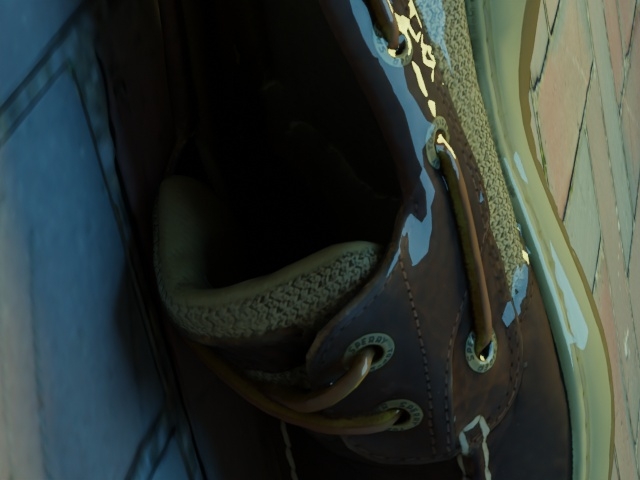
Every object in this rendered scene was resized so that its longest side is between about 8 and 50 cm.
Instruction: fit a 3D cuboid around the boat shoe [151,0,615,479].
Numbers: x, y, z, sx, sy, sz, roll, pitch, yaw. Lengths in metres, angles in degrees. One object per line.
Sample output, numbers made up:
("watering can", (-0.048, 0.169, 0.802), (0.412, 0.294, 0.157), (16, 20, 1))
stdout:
("boat shoe", (0.000, 0.000, 0.503), (0.123, 0.123, 0.342), (-26, 121, -41))
